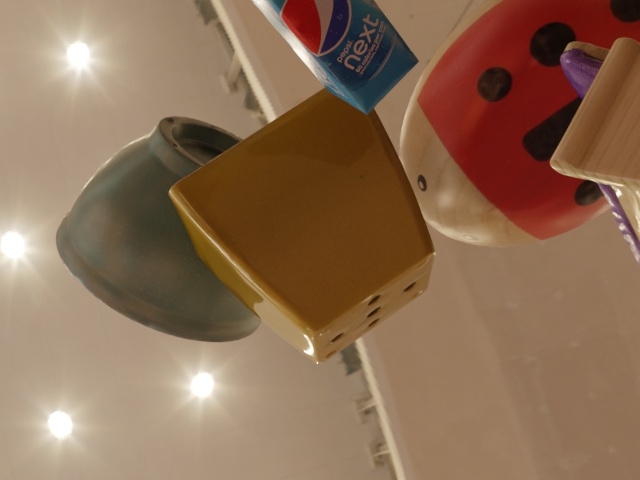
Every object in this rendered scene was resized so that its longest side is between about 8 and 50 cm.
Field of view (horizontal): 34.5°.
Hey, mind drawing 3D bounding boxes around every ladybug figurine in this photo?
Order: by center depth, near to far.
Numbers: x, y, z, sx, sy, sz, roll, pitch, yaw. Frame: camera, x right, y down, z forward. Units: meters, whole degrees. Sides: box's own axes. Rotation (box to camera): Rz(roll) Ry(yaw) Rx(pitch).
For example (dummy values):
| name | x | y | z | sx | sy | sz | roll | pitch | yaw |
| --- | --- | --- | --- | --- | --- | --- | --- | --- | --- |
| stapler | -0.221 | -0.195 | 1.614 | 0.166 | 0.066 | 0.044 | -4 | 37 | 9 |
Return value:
| name | x | y | z | sx | sy | sz | roll | pitch | yaw |
| --- | --- | --- | --- | --- | --- | --- | --- | --- | --- |
| ladybug figurine | 0.290 | -0.164 | 1.250 | 0.305 | 0.162 | 0.449 | 43 | -74 | -9 |

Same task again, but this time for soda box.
| name | x | y | z | sx | sy | sz | roll | pitch | yaw |
| --- | --- | --- | --- | --- | --- | --- | --- | --- | --- |
| soda box | -0.012 | -0.199 | 0.828 | 0.067 | 0.071 | 0.210 | -47 | -51 | -1 |

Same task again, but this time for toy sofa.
| name | x | y | z | sx | sy | sz | roll | pitch | yaw |
| --- | --- | --- | --- | --- | --- | --- | --- | --- | --- |
| toy sofa | 0.345 | -0.036 | 1.057 | 0.177 | 0.362 | 0.150 | 18 | -110 | 40 |

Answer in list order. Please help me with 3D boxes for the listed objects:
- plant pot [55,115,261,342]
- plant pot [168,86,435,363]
| name | x | y | z | sx | sy | sz | roll | pitch | yaw |
| --- | --- | --- | --- | --- | --- | --- | --- | --- | --- |
| plant pot | -0.166 | -0.035 | 1.327 | 0.293 | 0.293 | 0.196 | 28 | -68 | -2 |
| plant pot | 0.000 | 0.000 | 1.037 | 0.212 | 0.212 | 0.187 | -33 | -107 | -9 |
